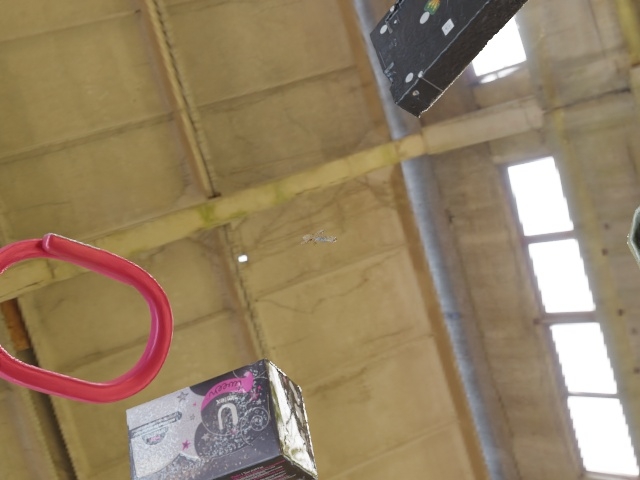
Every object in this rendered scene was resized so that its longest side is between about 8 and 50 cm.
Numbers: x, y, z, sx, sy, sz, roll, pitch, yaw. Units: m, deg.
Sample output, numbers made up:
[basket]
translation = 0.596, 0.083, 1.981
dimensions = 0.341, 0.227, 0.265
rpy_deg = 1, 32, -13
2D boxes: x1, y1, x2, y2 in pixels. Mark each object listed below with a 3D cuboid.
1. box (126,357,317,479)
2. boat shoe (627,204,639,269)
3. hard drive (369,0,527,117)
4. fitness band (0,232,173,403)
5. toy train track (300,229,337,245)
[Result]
[box]
translation = -0.153, 0.307, 1.363
dimensions = 0.142, 0.247, 0.163
rpy_deg = 53, -160, -54
[boat shoe]
translation = 0.289, 0.061, 0.658
dimensions = 0.302, 0.103, 0.113
rpy_deg = -68, -7, -62
[hard drive]
translation = 0.229, -0.398, 1.498
dimensions = 0.064, 0.339, 0.237
rpy_deg = 24, -147, -30
[fitness band]
translation = -0.345, 0.111, 1.244
dimensions = 0.290, 0.054, 0.209
rpy_deg = 23, -106, -30
[toy train track]
translation = 0.000, 0.000, 1.460
dimensions = 0.048, 0.083, 0.014
rpy_deg = -33, -68, -29
